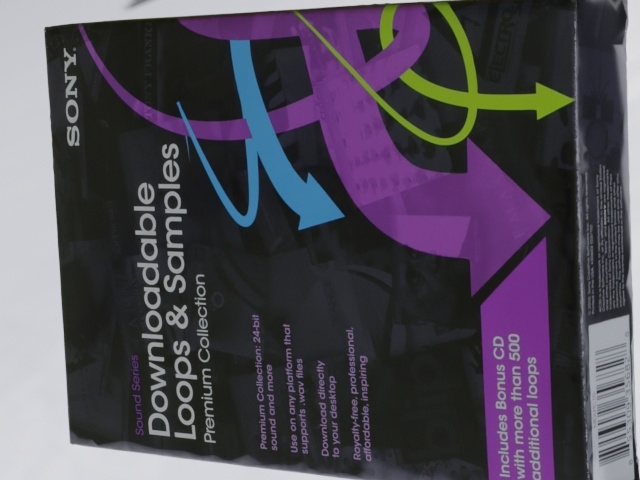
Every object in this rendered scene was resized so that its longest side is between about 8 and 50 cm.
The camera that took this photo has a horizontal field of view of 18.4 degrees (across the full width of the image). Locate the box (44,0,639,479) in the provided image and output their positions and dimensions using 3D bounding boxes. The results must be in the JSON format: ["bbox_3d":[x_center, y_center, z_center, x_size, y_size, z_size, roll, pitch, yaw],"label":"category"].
[{"bbox_3d":[0.000,0.000,0.488,0.162,0.116,0.029,1,-173,38],"label":"box"}]
